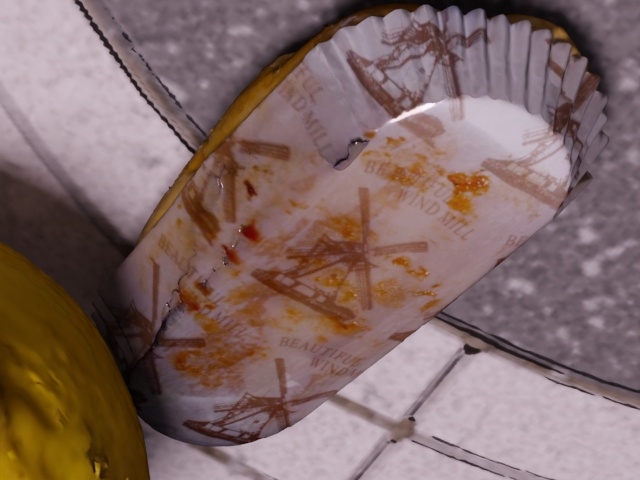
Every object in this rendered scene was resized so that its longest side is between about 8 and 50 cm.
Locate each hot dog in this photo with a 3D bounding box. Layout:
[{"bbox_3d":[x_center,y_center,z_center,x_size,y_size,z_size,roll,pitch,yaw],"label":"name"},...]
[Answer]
[{"bbox_3d":[0.000,0.000,0.608,0.131,0.069,0.252,26,130,-26],"label":"hot dog"}]

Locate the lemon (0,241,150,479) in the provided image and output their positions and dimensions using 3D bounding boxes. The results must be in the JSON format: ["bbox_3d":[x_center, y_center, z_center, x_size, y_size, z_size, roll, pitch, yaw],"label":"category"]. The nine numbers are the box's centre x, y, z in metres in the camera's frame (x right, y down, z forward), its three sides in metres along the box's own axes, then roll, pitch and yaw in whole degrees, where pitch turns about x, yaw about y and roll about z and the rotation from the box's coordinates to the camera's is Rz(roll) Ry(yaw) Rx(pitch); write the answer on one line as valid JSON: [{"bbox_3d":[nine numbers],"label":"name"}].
[{"bbox_3d":[-0.178,0.097,0.595,0.228,0.253,0.228,-1,95,-12],"label":"lemon"}]
